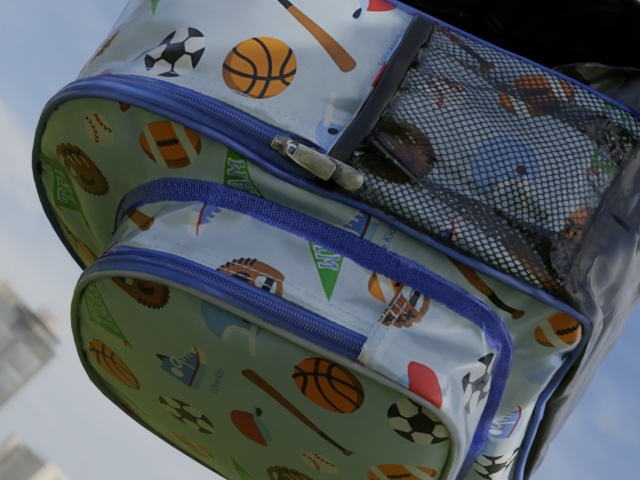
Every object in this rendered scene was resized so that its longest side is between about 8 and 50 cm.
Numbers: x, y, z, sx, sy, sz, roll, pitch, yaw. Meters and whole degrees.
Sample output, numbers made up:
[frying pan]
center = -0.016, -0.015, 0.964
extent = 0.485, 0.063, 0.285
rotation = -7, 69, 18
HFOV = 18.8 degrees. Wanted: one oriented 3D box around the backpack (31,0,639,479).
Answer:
[backpack]
center = 0.000, 0.000, 0.858
extent = 0.263, 0.213, 0.276
rotation = 33, -32, 13
